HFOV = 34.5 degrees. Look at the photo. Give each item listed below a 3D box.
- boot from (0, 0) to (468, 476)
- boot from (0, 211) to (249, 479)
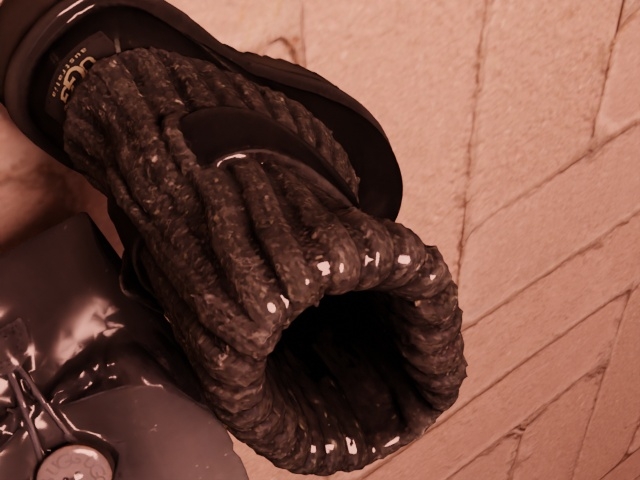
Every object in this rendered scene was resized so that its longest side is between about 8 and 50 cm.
[{"bbox_3d":[-0.003,0.003,0.562,0.131,0.260,0.348,-54,147,13],"label":"boot"},{"bbox_3d":[-0.231,0.238,0.561,0.445,0.146,0.367,-33,114,-22],"label":"boot"}]
